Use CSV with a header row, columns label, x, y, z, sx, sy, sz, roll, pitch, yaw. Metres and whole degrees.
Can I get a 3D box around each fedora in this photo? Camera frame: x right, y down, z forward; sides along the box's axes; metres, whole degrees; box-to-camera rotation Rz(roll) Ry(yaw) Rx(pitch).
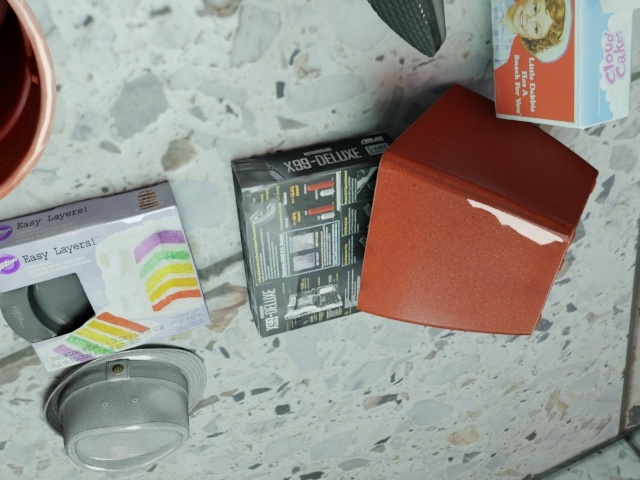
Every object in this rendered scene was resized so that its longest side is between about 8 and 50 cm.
label,x,y,z,sx,sy,sz,roll,pitch,yaw
fedora,-0.318,0.304,1.059,0.276,0.124,0.243,2,127,-25

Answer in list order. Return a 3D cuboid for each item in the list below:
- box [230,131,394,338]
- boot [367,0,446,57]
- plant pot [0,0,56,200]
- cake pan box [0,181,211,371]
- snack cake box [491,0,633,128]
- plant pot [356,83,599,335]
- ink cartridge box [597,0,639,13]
label,x,y,z,sx,sy,sz,roll,pitch,yaw
box,0.000,0.000,0.979,0.243,0.076,0.307,-14,131,-13
boot,0.142,-0.374,0.688,0.222,0.118,0.338,-46,153,-3
plant pot,-0.373,-0.191,0.528,0.273,0.265,0.272,-12,132,-14
cake pan box,-0.312,0.058,0.898,0.267,0.070,0.245,-14,130,-12
snack cake box,0.290,-0.280,0.761,0.089,0.152,0.264,-17,112,-23
plant pot,0.226,-0.024,0.870,0.267,0.236,0.267,-45,150,-45
ink cartridge box,0.353,-0.457,0.567,0.286,0.166,0.394,-36,113,-15
